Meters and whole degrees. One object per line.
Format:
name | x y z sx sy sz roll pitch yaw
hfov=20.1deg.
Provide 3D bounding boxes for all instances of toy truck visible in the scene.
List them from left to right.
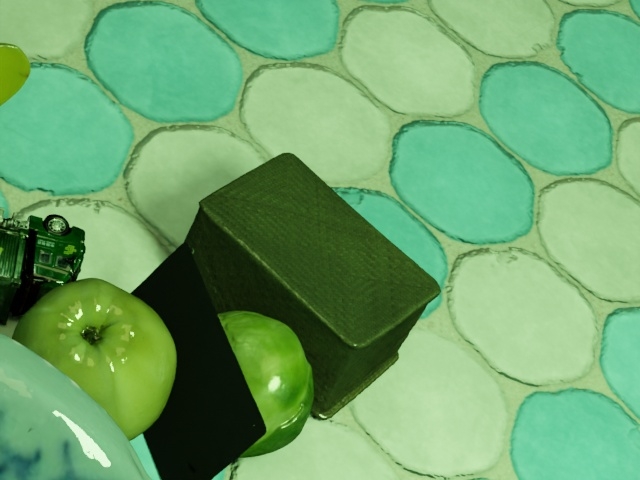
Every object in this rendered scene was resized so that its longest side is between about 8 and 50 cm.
toy truck | -0.402 0.015 2.065 0.259 0.088 0.121 13 46 -14

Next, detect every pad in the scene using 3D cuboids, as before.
pad | -0.155 0.150 2.028 0.009 0.159 0.265 17 39 -49

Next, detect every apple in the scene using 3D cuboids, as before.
apple | -0.250 0.135 1.970 0.200 0.200 0.200 14 47 -15

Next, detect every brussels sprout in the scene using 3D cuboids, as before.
brussels sprout | -0.081 0.158 2.068 0.145 0.131 0.183 -22 56 13

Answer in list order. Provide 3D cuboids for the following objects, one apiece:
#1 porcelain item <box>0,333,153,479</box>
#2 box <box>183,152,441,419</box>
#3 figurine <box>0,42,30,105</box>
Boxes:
porcelain item | -0.336 0.224 1.799 0.405 0.178 0.243 36 77 -13
box | -0.022 0.052 2.184 0.273 0.143 0.184 42 46 14
figurine | -0.494 -0.303 2.232 0.204 0.283 0.338 -26 35 4
